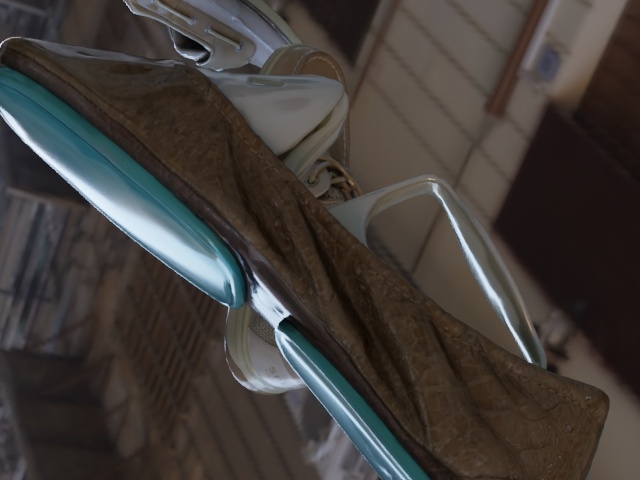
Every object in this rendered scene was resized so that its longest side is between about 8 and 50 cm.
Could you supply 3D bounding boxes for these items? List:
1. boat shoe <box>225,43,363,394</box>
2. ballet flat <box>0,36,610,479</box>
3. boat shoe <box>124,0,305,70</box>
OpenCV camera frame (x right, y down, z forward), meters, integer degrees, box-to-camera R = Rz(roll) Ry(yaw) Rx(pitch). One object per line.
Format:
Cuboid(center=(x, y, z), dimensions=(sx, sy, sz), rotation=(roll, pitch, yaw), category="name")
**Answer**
Cuboid(center=(-0.007, -0.025, 1.233), dimensions=(0.109, 0.302, 0.098), rotation=(21, 158, -38), category="boat shoe")
Cuboid(center=(0.000, 0.000, 0.705), dimensions=(0.342, 0.124, 0.116), rotation=(43, 164, 11), category="ballet flat")
Cuboid(center=(-0.116, -0.239, 1.604), dimensions=(0.113, 0.103, 0.302), rotation=(43, -177, 40), category="boat shoe")
